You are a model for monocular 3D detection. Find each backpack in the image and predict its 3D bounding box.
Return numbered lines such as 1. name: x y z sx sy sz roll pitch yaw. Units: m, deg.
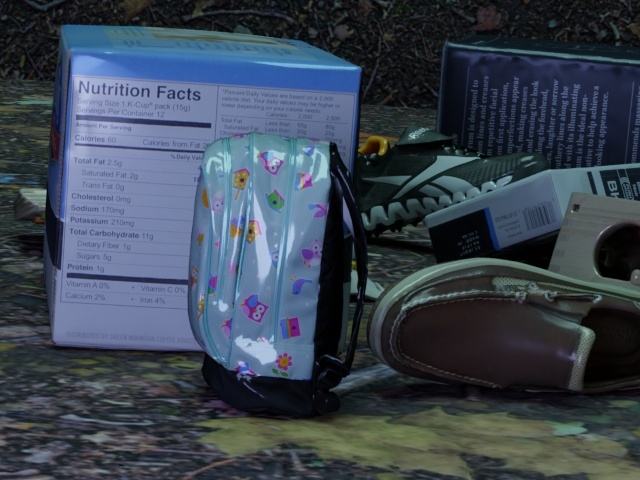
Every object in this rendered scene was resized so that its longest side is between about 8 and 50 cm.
1. backpack: -0.033 0.018 1.342 0.115 0.182 0.152 2 10 -10

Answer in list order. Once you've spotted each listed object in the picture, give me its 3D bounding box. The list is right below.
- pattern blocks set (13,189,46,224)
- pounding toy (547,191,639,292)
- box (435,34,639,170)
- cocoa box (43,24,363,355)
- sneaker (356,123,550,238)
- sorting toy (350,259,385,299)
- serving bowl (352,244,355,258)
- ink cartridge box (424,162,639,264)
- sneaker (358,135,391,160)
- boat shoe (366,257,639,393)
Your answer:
1. pattern blocks set: -0.207 -0.031 1.929 0.325 0.026 0.285 0 -4 -3
2. pounding toy: 0.292 0.019 1.565 0.206 0.094 0.181 10 -14 37
3. box: 0.346 -0.124 2.351 0.395 0.212 0.293 6 9 10
4. cocoa box: -0.107 -0.054 1.620 0.231 0.228 0.347 3 9 -9
5. sneaker: 0.126 -0.075 2.052 0.234 0.106 0.078 -15 -5 33
6. sorting toy: 0.022 0.034 1.764 0.075 0.045 0.083 22 5 -12
7. serving bowl: 0.000 0.000 1.986 0.083 0.027 0.083 3 8 0
8. ink cartridge box: 0.273 -0.030 2.005 0.165 0.065 0.332 -22 -9 42
9. sneaker: 0.003 -0.079 2.332 0.215 0.083 0.084 -6 15 -43
10. boat shoe: 0.162 0.067 1.416 0.257 0.095 0.095 0 16 -28
